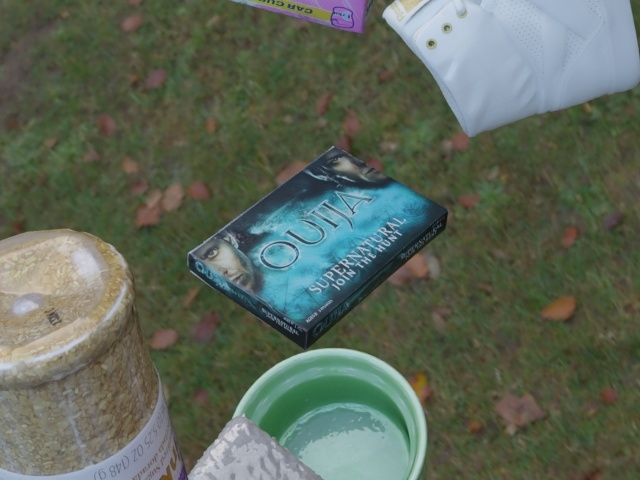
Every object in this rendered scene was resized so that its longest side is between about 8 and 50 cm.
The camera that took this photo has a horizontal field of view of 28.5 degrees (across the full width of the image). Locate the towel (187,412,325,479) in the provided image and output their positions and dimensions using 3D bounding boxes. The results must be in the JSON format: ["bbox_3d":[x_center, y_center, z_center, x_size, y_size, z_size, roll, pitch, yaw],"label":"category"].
[{"bbox_3d":[-0.017,0.302,1.086,0.282,0.049,0.187,40,59,-3],"label":"towel"}]

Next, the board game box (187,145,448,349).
[{"bbox_3d":[0.000,0.000,1.030,0.126,0.026,0.186,31,50,25],"label":"board game box"}]

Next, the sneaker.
[{"bbox_3d":[0.119,-0.210,0.908,0.169,0.292,0.108,-21,28,1],"label":"sneaker"}]

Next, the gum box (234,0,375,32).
[{"bbox_3d":[-0.041,-0.257,1.076,0.188,0.107,0.062,15,51,6],"label":"gum box"}]

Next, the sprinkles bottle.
[{"bbox_3d":[-0.141,0.163,0.801,0.121,0.355,0.121,-6,39,5],"label":"sprinkles bottle"}]

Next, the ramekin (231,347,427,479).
[{"bbox_3d":[0.021,0.331,1.916,0.303,0.148,0.303,-6,59,9],"label":"ramekin"}]
